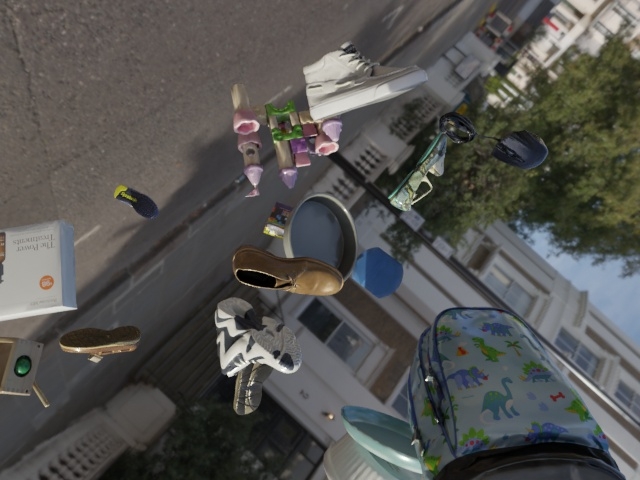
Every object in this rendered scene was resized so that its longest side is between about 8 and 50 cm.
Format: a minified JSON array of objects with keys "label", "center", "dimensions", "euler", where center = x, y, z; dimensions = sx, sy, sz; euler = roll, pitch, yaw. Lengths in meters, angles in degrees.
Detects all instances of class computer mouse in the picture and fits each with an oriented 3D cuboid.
[{"label":"computer mouse","center":[0.317,-0.177,0.935],"dimensions":[0.071,0.241,0.041],"euler":[129,-33,-51]}]

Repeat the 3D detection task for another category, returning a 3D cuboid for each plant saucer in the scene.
[{"label":"plant saucer","center":[0.192,0.498,1.275],"dimensions":[0.317,0.317,0.044],"euler":[73,38,-86]}]

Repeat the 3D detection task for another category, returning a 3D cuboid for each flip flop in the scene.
[{"label":"flip flop","center":[-0.220,0.430,1.635],"dimensions":[0.080,0.112,0.277],"euler":[51,-50,54]}]

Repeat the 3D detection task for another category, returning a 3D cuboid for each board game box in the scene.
[{"label":"board game box","center":[0.188,0.105,1.668],"dimensions":[0.133,0.168,0.033],"euler":[-52,158,-2]},{"label":"board game box","center":[-0.093,-0.053,1.755],"dimensions":[0.141,0.170,0.048],"euler":[-75,-174,-53]}]

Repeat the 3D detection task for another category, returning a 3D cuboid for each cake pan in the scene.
[{"label":"cake pan","center":[0.000,0.000,1.573],"dimensions":[0.054,0.293,0.293],"euler":[-9,-151,47]}]

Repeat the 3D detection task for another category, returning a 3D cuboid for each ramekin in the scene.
[{"label":"ramekin","center":[0.153,0.613,1.372],"dimensions":[0.127,0.272,0.273],"euler":[-54,176,9]}]

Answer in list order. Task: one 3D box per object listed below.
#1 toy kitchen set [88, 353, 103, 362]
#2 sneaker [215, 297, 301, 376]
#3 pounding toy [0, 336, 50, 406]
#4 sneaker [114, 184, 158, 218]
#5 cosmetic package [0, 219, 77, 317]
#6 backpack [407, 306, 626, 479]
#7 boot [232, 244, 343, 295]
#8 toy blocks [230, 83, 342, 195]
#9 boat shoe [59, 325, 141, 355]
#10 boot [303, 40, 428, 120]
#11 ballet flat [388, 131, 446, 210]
[{"label":"toy kitchen set","center":[-0.555,0.282,1.326],"dimensions":[0.083,0.075,0.068],"euler":[50,50,-51]},{"label":"sneaker","center":[-0.140,0.240,1.077],"dimensions":[0.094,0.234,0.153],"euler":[-24,134,-51]},{"label":"pounding toy","center":[-0.652,0.279,1.093],"dimensions":[0.100,0.141,0.130],"euler":[51,41,-63]},{"label":"sneaker","center":[-0.482,-0.103,1.376],"dimensions":[0.053,0.144,0.059],"euler":[-58,161,0]},{"label":"cosmetic package","center":[-0.988,0.106,1.646],"dimensions":[0.376,0.285,0.097],"euler":[-10,169,1]},{"label":"backpack","center":[0.280,0.276,0.850],"dimensions":[0.355,0.289,0.274],"euler":[-98,-174,-75]},{"label":"boot","center":[-0.081,0.102,1.339],"dimensions":[0.115,0.305,0.112],"euler":[-107,-147,-65]},{"label":"toy blocks","center":[-0.088,-0.256,1.424],"dimensions":[0.288,0.260,0.309],"euler":[-11,164,-10]},{"label":"boat shoe","center":[-0.519,0.246,1.216],"dimensions":[0.177,0.064,0.060],"euler":[0,125,-29]},{"label":"boot","center":[0.071,-0.318,0.972],"dimensions":[0.258,0.124,0.095],"euler":[-8,-168,37]},{"label":"ballet flat","center":[0.224,-0.142,1.098],"dimensions":[0.188,0.070,0.070],"euler":[-52,177,6]}]
